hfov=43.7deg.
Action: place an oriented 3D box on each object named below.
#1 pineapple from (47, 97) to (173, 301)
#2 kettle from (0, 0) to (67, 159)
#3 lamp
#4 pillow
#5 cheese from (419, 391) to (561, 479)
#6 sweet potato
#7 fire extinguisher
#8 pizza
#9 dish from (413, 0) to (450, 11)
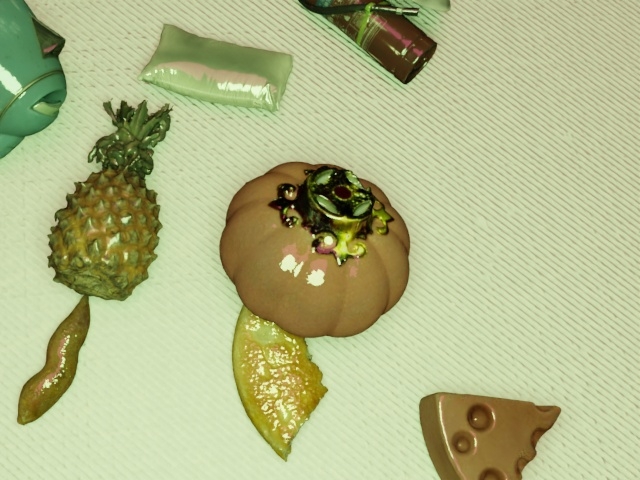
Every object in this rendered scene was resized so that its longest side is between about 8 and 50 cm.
[{"bbox_3d":[-0.317,-0.080,1.288,0.175,0.175,0.361,14,56,-2],"label":"pineapple"},{"bbox_3d":[-0.585,-0.282,1.294,0.342,0.247,0.319,44,104,-1],"label":"kettle"},{"bbox_3d":[0.000,0.000,1.229,0.305,0.239,0.305,11,50,-13],"label":"lamp"},{"bbox_3d":[-0.179,-0.306,1.408,0.254,0.078,0.144,12,62,-3],"label":"pillow"},{"bbox_3d":[0.254,0.336,1.233,0.203,0.128,0.177,9,73,-8],"label":"cheese"},{"bbox_3d":[-0.402,0.186,1.236,0.065,0.051,0.218,23,72,3],"label":"sweet potato"},{"bbox_3d":[0.061,-0.437,1.452,0.341,0.141,0.105,43,40,7],"label":"fire extinguisher"},{"bbox_3d":[-0.072,0.207,1.266,0.134,0.056,0.271,-21,72,-10],"label":"pizza"},{"bbox_3d":[0.164,-0.511,1.448,0.229,0.081,0.229,23,34,-16],"label":"dish"}]
